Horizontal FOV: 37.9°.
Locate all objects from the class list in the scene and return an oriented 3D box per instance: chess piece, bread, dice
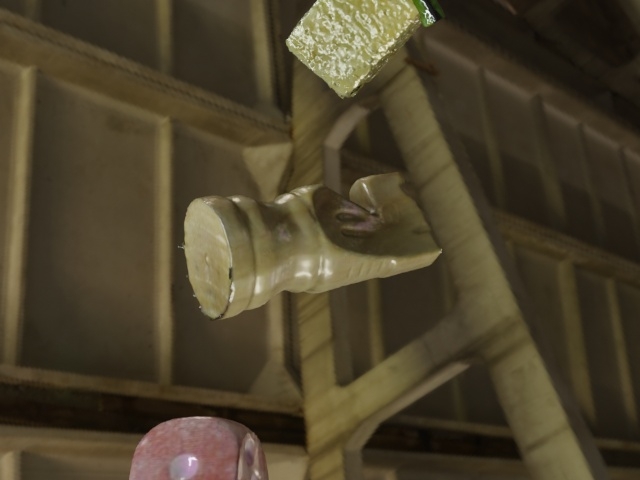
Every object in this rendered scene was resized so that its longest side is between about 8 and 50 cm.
[{"bbox_3d":[0.000,0.000,1.078,0.301,0.137,0.137,-9,-118,-29],"label":"chess piece"},{"bbox_3d":[0.059,-0.317,1.366,0.138,0.196,0.102,40,-159,-4],"label":"bread"},{"bbox_3d":[-0.095,0.200,0.747,0.091,0.094,0.093,73,-164,-50],"label":"dice"}]

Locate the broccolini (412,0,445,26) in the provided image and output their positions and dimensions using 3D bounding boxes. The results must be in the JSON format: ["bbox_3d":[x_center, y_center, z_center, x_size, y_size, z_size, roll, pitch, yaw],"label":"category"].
[{"bbox_3d":[0.049,-0.206,0.623,0.035,0.030,0.140,-27,-96,-21],"label":"broccolini"}]
